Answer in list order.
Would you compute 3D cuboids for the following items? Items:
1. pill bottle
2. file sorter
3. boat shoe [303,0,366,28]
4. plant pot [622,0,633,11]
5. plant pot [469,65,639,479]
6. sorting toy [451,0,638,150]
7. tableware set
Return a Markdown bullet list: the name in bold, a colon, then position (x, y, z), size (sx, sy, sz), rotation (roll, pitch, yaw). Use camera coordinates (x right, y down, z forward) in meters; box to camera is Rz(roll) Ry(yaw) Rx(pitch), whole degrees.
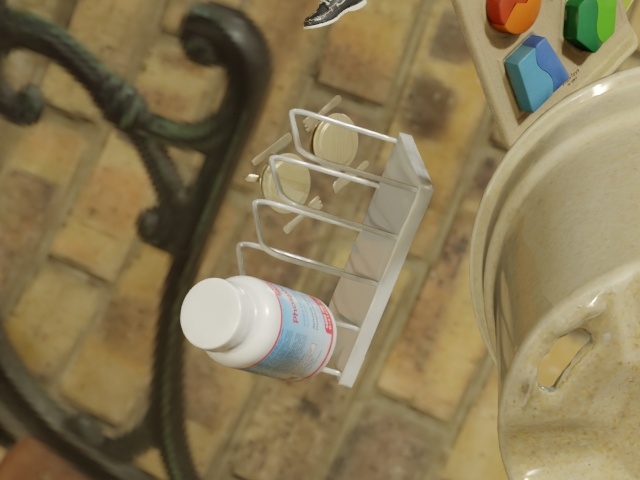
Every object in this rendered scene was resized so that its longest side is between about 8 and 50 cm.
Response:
- **pill bottle**: position (-0.059, 0.081, 1.512), size (0.160, 0.087, 0.087), rotation (21, 91, -57)
- **file sorter**: position (0.000, 0.000, 1.996), size (0.193, 0.173, 0.277), rotation (-104, -146, -66)
- **boat shoe**: position (0.019, -0.347, 2.388), size (0.125, 0.046, 0.038), rotation (-31, 116, -32)
- **plant pot**: position (0.303, -0.436, 2.442), size (0.275, 0.293, 0.275), rotation (-52, -163, 23)
- **plant pot**: position (0.248, 0.072, 1.092), size (0.305, 0.334, 0.334), rotation (-56, 160, -68)
- **sorting toy**: position (0.255, -0.259, 1.604), size (0.307, 0.041, 0.229), rotation (-44, 125, -25)
- **tableware set**: position (-0.022, -0.112, 2.333), size (0.194, 0.039, 0.128), rotation (-40, 120, -30)
